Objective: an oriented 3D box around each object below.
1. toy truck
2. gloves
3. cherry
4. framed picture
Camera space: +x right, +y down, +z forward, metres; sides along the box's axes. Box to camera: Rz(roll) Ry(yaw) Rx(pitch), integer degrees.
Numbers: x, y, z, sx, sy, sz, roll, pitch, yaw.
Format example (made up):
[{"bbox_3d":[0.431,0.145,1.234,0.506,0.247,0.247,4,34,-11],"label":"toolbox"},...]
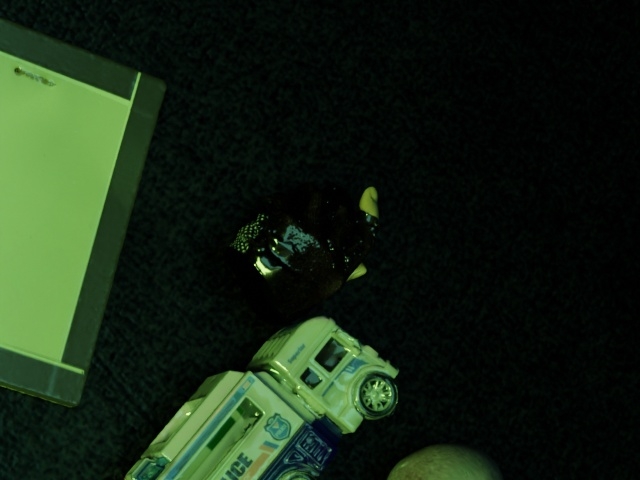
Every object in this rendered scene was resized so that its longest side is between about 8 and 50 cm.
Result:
[{"bbox_3d":[-0.057,0.189,1.914,0.155,0.124,0.268,43,68,-10],"label":"toy truck"},{"bbox_3d":[0.000,-0.002,1.979,0.181,0.106,0.129,-40,99,-21],"label":"gloves"},{"bbox_3d":[0.137,0.296,2.014,0.148,0.115,0.188,-38,112,-65],"label":"cherry"},{"bbox_3d":[-0.306,-0.039,1.881,0.265,0.016,0.347,19,75,-23],"label":"framed picture"}]
